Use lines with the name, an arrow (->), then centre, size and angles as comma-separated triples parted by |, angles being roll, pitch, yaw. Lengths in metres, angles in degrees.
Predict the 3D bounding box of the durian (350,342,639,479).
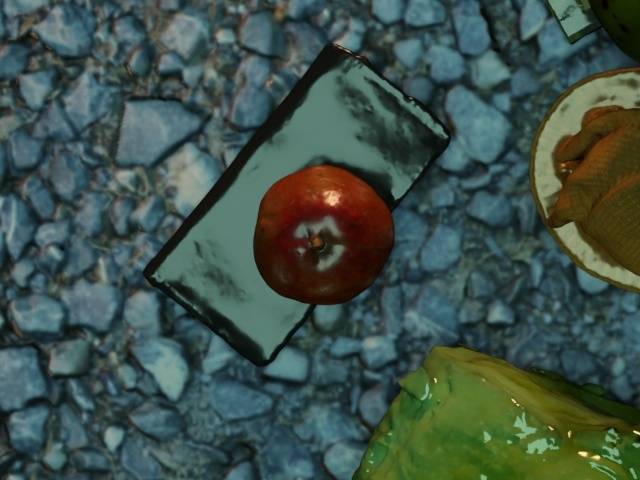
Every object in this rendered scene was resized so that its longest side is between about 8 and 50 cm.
durian -> 0.163, 0.220, 1.363 | 0.256, 0.204, 0.340 | 37, 109, 16

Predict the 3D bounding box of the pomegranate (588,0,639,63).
pomegranate -> 0.331, -0.239, 1.258 | 0.246, 0.198, 0.198 | -17, 94, 5

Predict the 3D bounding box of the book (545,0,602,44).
book -> 0.277, -0.295, 1.362 | 0.228, 0.024, 0.160 | -29, 95, 9

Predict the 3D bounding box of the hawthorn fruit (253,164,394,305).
hawthorn fruit -> 0.005, 0.002, 1.358 | 0.125, 0.140, 0.125 | -11, 118, -21

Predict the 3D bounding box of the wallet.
wallet -> -0.020, -0.032, 1.428 | 0.146, 0.030, 0.285 | 40, 99, 4

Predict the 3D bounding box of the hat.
hat -> 0.295, -0.033, 1.285 | 0.233, 0.233, 0.244 | -24, 92, 11
